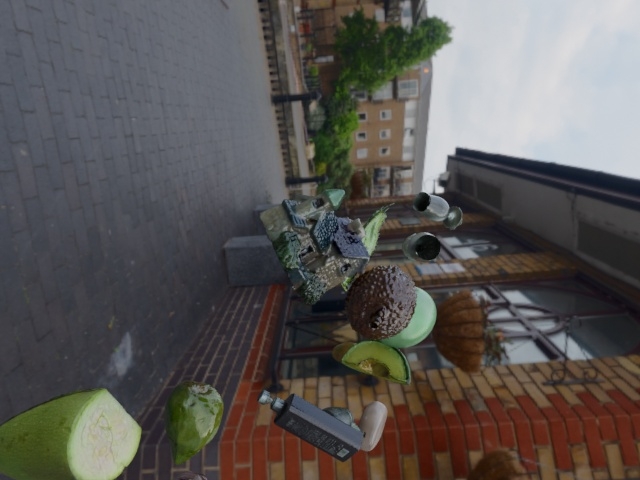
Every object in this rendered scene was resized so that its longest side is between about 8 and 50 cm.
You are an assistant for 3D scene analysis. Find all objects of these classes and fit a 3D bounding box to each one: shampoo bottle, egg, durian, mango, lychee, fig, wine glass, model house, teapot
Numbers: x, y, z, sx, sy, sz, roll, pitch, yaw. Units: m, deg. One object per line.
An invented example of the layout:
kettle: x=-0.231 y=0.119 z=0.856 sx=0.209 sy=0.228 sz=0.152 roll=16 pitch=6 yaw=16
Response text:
shampoo bottle: x=-0.037 y=0.507 z=1.385 sx=0.098 sy=0.310 sz=0.071 roll=-53 pitch=-171 yaw=35
egg: x=0.300 y=0.274 z=1.804 sx=0.221 sy=0.270 sz=0.220 roll=14 pitch=-71 yaw=47
durian: x=0.158 y=0.012 z=1.828 sx=0.374 sy=0.132 sz=0.107 roll=-64 pitch=-160 yaw=-10
mango: x=0.129 y=0.508 z=2.228 sx=0.089 sy=0.163 sz=0.111 roll=-32 pitch=135 yaw=-62
lychee: x=0.159 y=0.164 z=1.298 sx=0.238 sy=0.200 sz=0.199 roll=-66 pitch=153 yaw=-67
fig: x=-0.367 y=0.525 z=1.436 sx=0.167 sy=0.167 sz=0.233 roll=81 pitch=7 yaw=-71
wine glass: x=0.412 y=0.029 z=2.029 sx=0.241 sy=0.127 sz=0.126 roll=6 pitch=79 yaw=-90
wine glass: x=0.470 y=-0.121 z=1.997 sx=0.103 sy=0.222 sz=0.103 roll=-24 pitch=-123 yaw=44
model house: x=-0.001 y=-0.001 z=1.506 sx=0.243 sy=0.285 sz=0.298 roll=58 pitch=-4 yaw=40
teapot: x=0.070 y=0.610 z=1.656 sx=0.149 sy=0.108 sz=0.111 roll=6 pitch=-82 yaw=46

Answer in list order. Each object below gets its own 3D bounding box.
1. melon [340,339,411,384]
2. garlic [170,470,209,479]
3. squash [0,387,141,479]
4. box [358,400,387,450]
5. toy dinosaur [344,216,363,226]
melon: x=0.230 y=0.459 z=1.899 sx=0.169 sy=0.265 sz=0.129 roll=63 pitch=43 yaw=-64
garlic: x=-0.398 y=0.855 z=1.582 sx=0.244 sy=0.161 sz=0.244 roll=55 pitch=19 yaw=-29
squash: x=-0.669 y=0.511 z=1.266 sx=0.210 sy=0.309 sz=0.233 roll=-68 pitch=144 yaw=-46
box: x=0.204 y=0.745 z=1.994 sx=0.146 sy=0.088 sz=0.200 roll=-21 pitch=128 yaw=-60
toy dinosaur: x=0.164 y=-0.044 z=1.985 sx=0.162 sy=0.126 sz=0.039 roll=35 pitch=-80 yaw=48
